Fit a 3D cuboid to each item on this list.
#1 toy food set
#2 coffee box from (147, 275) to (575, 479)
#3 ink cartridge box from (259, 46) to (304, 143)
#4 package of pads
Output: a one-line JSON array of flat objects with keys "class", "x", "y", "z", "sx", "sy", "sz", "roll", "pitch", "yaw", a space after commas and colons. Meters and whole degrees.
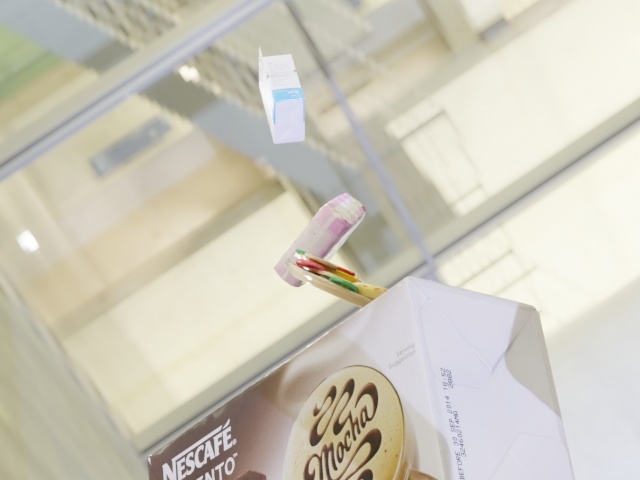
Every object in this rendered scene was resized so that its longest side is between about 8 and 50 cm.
[{"class": "toy food set", "x": 0.015, "y": 0.030, "z": 1.278, "sx": 0.082, "sy": 0.020, "sz": 0.083, "roll": 24, "pitch": 1, "yaw": -20}, {"class": "coffee box", "x": 0.019, "y": 0.169, "z": 1.178, "sx": 0.119, "sy": 0.297, "sz": 0.168, "roll": 14, "pitch": 54, "yaw": -36}, {"class": "ink cartridge box", "x": -0.034, "y": -0.129, "z": 1.573, "sx": 0.083, "sy": 0.028, "sz": 0.048, "roll": -106, "pitch": -167, "yaw": -47}, {"class": "package of pads", "x": 0.000, "y": 0.000, "z": 1.536, "sx": 0.032, "sy": 0.083, "sz": 0.050, "roll": 43, "pitch": 26, "yaw": 9}]
